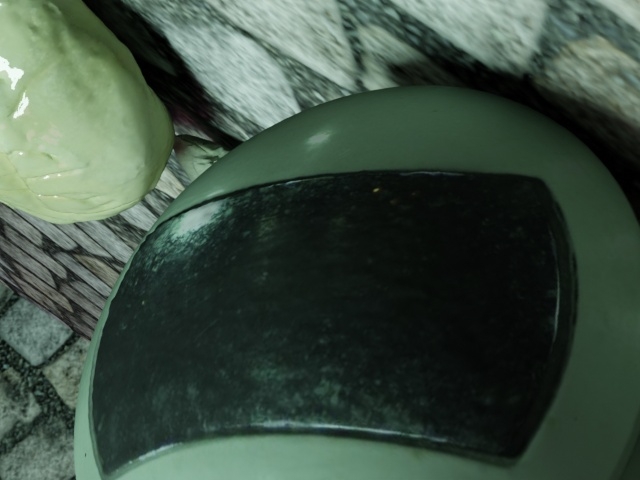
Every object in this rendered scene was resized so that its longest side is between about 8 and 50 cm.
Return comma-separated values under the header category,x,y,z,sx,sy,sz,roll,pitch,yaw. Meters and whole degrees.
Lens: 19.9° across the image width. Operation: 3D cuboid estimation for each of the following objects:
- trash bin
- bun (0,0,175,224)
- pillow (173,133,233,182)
category,x,y,z,sx,sy,sz,roll,pitch,yaw
trash bin,0.077,0.121,0.910,0.280,0.280,0.432,26,167,38
bun,-0.203,-0.095,1.164,0.229,0.145,0.229,44,172,8
pillow,0.000,0.000,1.178,0.229,0.050,0.148,27,158,49
